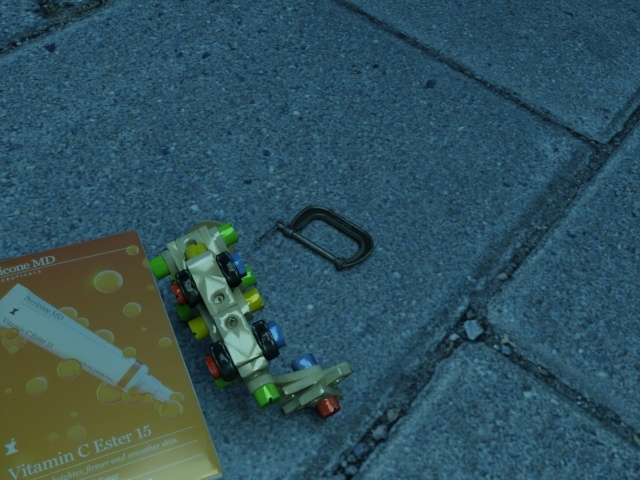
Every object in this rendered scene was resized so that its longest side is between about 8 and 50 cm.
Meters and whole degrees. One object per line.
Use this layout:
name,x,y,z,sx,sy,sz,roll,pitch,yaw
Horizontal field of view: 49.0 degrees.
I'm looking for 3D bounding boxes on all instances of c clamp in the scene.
c clamp,0.000,0.000,1.131,0.161,0.022,0.137,27,47,14

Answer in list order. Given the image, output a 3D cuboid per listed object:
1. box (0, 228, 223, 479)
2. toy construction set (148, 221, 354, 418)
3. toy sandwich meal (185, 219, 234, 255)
box,-0.271,0.186,0.832,0.215,0.168,0.345,-15,55,-21
toy construction set,-0.105,0.110,0.915,0.151,0.215,0.328,-40,71,-16
toy sandwich meal,-0.173,0.006,1.089,0.086,0.029,0.085,8,59,-13
